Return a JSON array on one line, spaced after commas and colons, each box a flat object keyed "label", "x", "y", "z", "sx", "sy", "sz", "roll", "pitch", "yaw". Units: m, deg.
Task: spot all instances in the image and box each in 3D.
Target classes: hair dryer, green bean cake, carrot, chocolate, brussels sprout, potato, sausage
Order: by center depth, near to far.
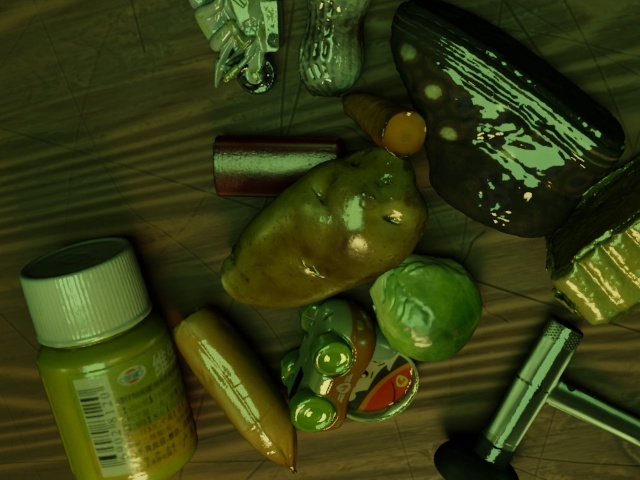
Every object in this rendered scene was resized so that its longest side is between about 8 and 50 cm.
[{"label": "green bean cake", "x": 0.442, "y": -0.002, "z": 1.476, "sx": 0.230, "sy": 0.224, "sz": 0.131, "roll": -41, "pitch": 102, "yaw": 22}, {"label": "chocolate", "x": 0.025, "y": -0.330, "z": 1.492, "sx": 0.110, "sy": 0.110, "sz": 0.248, "roll": 8, "pitch": 116, "yaw": 7}, {"label": "carrot", "x": 0.077, "y": -0.184, "z": 1.498, "sx": 0.072, "sy": 0.205, "sz": 0.072, "roll": -11, "pitch": 115, "yaw": -24}, {"label": "potato", "x": 0.000, "y": 0.000, "z": 1.547, "sx": 0.369, "sy": 0.195, "sz": 0.176, "roll": -33, "pitch": 71, "yaw": 31}, {"label": "brussels sprout", "x": 0.164, "y": 0.105, "z": 1.602, "sx": 0.181, "sy": 0.144, "sz": 0.161, "roll": 25, "pitch": 114, "yaw": 2}, {"label": "hair dryer", "x": 0.391, "y": 0.325, "z": 1.643, "sx": 0.284, "sy": 0.156, "sz": 0.320, "roll": 38, "pitch": 103, "yaw": 6}, {"label": "sausage", "x": -0.126, "y": 0.255, "z": 1.699, "sx": 0.112, "sy": 0.112, "sz": 0.328, "roll": -36, "pitch": 89, "yaw": 19}]

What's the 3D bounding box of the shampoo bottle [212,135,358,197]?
[{"label": "shampoo bottle", "x": -0.037, "y": -0.115, "z": 1.599, "sx": 0.260, "sy": 0.064, "sz": 0.102, "roll": 2, "pitch": 113, "yaw": 9}]

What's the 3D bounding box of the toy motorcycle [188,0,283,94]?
[{"label": "toy motorcycle", "x": -0.130, "y": -0.337, "z": 1.533, "sx": 0.152, "sy": 0.073, "sz": 0.225, "roll": 9, "pitch": 109, "yaw": 8}]

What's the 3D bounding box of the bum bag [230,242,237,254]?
[{"label": "bum bag", "x": -0.100, "y": 0.050, "z": 1.685, "sx": 0.058, "sy": 0.034, "sz": 0.124, "roll": -42, "pitch": 100, "yaw": 16}]

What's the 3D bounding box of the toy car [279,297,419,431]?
[{"label": "toy car", "x": 0.060, "y": 0.213, "z": 1.674, "sx": 0.235, "sy": 0.145, "sz": 0.235, "roll": -5, "pitch": 120, "yaw": -9}]

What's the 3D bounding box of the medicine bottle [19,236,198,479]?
[{"label": "medicine bottle", "x": -0.352, "y": 0.204, "z": 1.681, "sx": 0.224, "sy": 0.224, "sz": 0.384, "roll": -10, "pitch": 108, "yaw": 13}]

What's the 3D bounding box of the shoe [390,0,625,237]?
[{"label": "shoe", "x": 0.231, "y": -0.171, "z": 1.482, "sx": 0.384, "sy": 0.171, "sz": 0.237, "roll": 36, "pitch": 119, "yaw": 1}]
